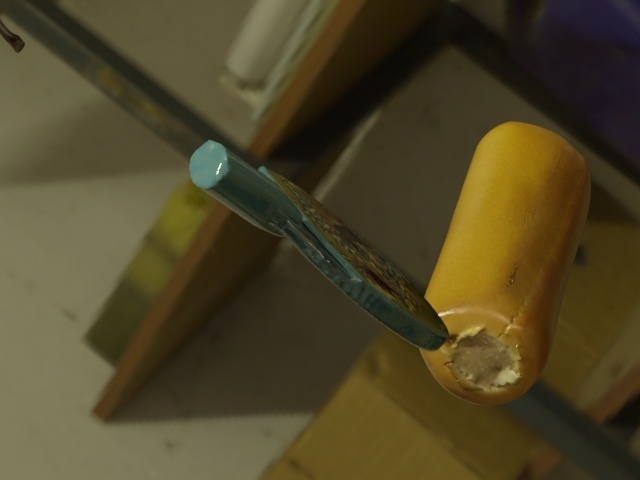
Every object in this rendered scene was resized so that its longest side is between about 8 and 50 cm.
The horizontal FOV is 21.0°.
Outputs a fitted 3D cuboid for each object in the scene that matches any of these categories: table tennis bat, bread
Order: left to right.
[{"bbox_3d":[0.000,0.000,0.696,0.019,0.100,0.155,-47,-42,8],"label":"table tennis bat"},{"bbox_3d":[0.131,0.010,1.165,0.074,0.092,0.239,-31,23,36],"label":"bread"}]

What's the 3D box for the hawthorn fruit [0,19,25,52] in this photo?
[{"bbox_3d":[-0.218,-0.170,0.768,0.162,0.203,0.163,-31,44,35],"label":"hawthorn fruit"}]
